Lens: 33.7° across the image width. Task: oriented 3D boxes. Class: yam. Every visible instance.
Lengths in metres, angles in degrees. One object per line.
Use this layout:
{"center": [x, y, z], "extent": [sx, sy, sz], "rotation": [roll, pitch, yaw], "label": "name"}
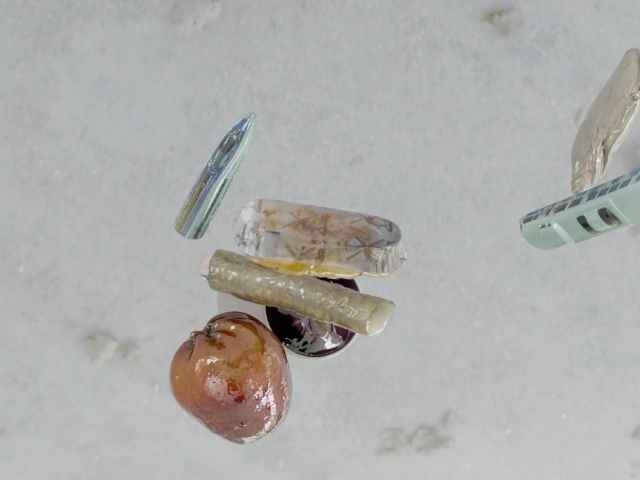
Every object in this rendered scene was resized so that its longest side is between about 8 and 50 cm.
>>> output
{"center": [-0.040, 0.091, 1.795], "extent": [0.356, 0.081, 0.081], "rotation": [15, 134, 30], "label": "yam"}

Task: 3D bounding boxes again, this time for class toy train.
{"center": [-0.182, -0.117, 1.833], "extent": [0.048, 0.055, 0.252], "rotation": [-2, 128, -54], "label": "toy train"}
{"center": [0.273, -0.026, 1.082], "extent": [0.043, 0.047, 0.207], "rotation": [45, 152, -11], "label": "toy train"}

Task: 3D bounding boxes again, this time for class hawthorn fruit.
{"center": [-0.144, 0.259, 1.899], "extent": [0.224, 0.224, 0.261], "rotation": [-25, 109, 20], "label": "hawthorn fruit"}

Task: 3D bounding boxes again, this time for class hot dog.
{"center": [0.000, 0.000, 1.479], "extent": [0.252, 0.131, 0.069], "rotation": [7, 128, -4], "label": "hot dog"}

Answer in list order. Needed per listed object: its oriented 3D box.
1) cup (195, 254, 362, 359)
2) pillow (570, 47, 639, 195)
{"center": [-0.096, 0.126, 2.120], "extent": [0.288, 0.273, 0.208], "rotation": [-3, 92, -28], "label": "cup"}
{"center": [0.481, -0.194, 1.774], "extent": [0.067, 0.173, 0.270], "rotation": [20, 134, 1], "label": "pillow"}
